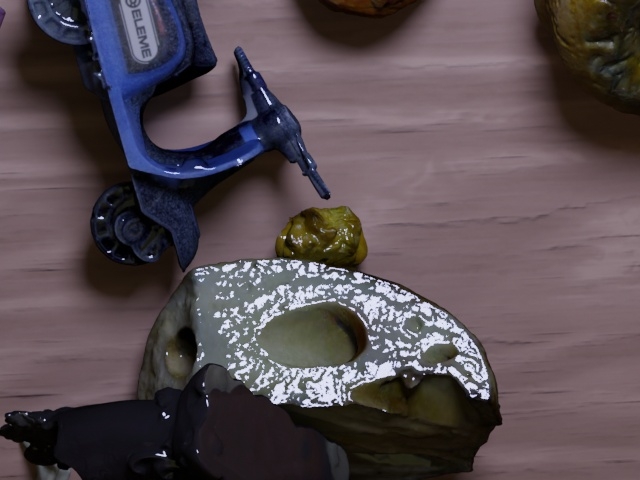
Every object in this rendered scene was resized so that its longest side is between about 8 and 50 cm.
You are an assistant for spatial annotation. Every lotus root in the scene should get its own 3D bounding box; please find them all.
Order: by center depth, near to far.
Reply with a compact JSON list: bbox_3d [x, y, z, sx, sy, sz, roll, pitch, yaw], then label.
[{"bbox_3d":[-0.001,0.118,1.706,0.314,0.210,0.142,10,58,-11],"label":"lotus root"}]

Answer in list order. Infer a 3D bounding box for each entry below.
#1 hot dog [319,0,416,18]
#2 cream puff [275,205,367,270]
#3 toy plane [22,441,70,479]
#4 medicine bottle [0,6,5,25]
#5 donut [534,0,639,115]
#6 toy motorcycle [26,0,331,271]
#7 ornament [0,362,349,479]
[{"bbox_3d":[0.039,-0.307,1.622,0.160,0.099,0.227,-3,105,-5],"label":"hot dog"},{"bbox_3d":[0.000,0.000,1.716,0.083,0.083,0.058,-21,60,10],"label":"cream puff"},{"bbox_3d":[-0.285,0.325,1.736,0.108,0.092,0.286,29,77,-49],"label":"toy plane"},{"bbox_3d":[-0.342,-0.126,1.615,0.094,0.119,0.188,23,100,-11],"label":"medicine bottle"},{"bbox_3d":[0.293,-0.220,1.608,0.208,0.128,0.261,0,142,-5],"label":"donut"},{"bbox_3d":[-0.127,-0.149,1.631,0.212,0.125,0.359,-14,106,-4],"label":"toy motorcycle"},{"bbox_3d":[-0.136,0.206,1.642,0.260,0.106,0.251,-15,142,34],"label":"ornament"}]
